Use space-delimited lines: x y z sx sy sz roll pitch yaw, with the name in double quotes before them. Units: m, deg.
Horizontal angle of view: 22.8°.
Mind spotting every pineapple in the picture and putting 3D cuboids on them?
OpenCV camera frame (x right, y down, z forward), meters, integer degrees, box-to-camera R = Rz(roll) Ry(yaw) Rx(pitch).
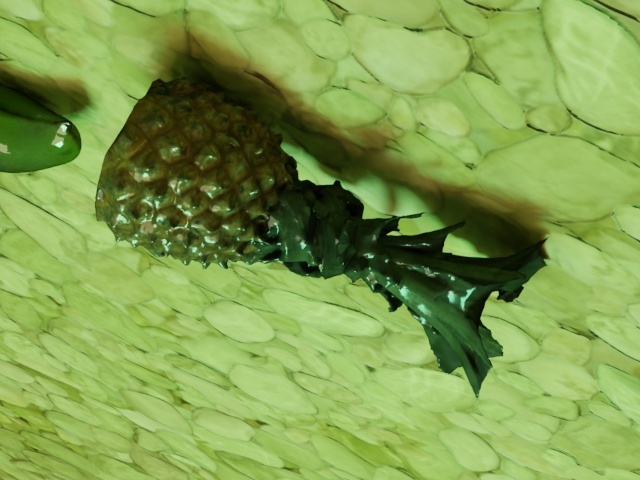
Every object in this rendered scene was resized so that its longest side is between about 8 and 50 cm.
"pineapple" 0.000 0.000 0.992 0.277 0.119 0.130 24 138 0

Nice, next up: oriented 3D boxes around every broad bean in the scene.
"broad bean" -0.284 -0.086 1.173 0.325 0.067 0.075 6 120 43
